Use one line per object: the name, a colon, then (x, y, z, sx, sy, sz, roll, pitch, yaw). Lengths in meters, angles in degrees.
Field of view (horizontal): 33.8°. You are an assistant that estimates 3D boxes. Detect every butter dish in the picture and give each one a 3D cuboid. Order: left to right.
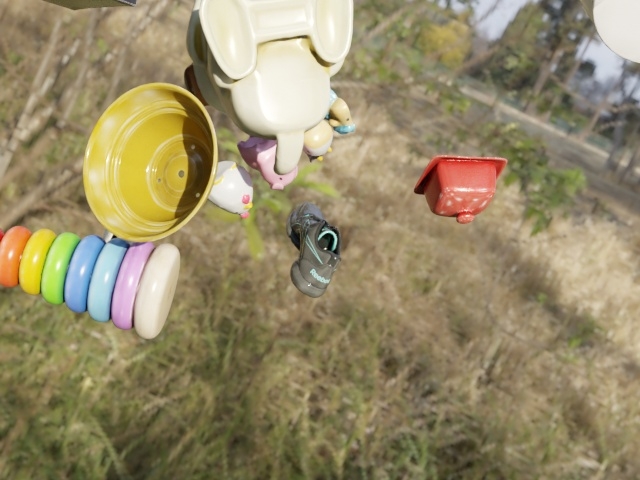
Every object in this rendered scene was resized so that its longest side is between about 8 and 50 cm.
butter dish: (0.280, -0.089, 2.081, 0.160, 0.118, 0.160, 2, -26, -12)

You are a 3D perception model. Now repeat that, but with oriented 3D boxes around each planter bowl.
planter bowl: (-0.211, -0.099, 1.440, 0.217, 0.217, 0.090, 29, 6, 28)

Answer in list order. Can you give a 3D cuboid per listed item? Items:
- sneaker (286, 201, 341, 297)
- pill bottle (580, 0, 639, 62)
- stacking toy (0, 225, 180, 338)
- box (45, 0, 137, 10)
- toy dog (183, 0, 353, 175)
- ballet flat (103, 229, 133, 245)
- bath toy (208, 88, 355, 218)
sneaker: (0.000, 0.000, 2.072, 0.101, 0.106, 0.267, 25, 30, -23)
pill bottle: (0.519, -0.447, 1.642, 0.229, 0.229, 0.407, 26, 40, -4)
stacking toy: (-0.376, 0.034, 1.507, 0.330, 0.141, 0.141, 15, 6, 1)
box: (-0.604, -0.638, 2.297, 0.343, 0.178, 0.313, 11, 0, -40)
toy dog: (-0.113, -0.344, 2.045, 0.285, 0.395, 0.408, -22, 17, -16)
ballet flat: (-0.397, -0.018, 2.126, 0.074, 0.074, 0.203, 26, 32, -5)
bath toy: (-0.087, -0.173, 2.186, 0.151, 0.348, 0.129, 23, -31, 53)
